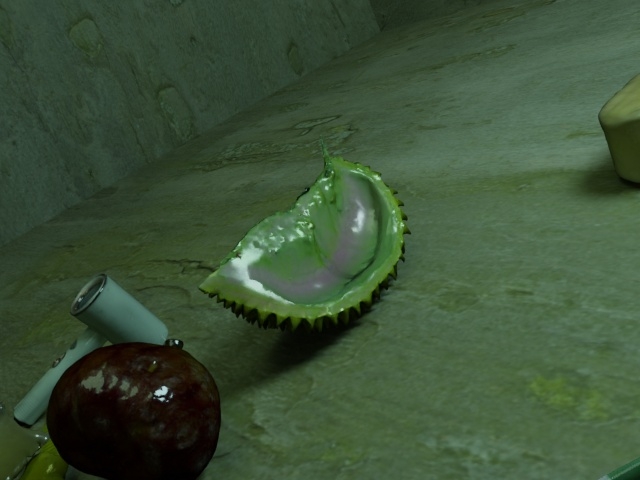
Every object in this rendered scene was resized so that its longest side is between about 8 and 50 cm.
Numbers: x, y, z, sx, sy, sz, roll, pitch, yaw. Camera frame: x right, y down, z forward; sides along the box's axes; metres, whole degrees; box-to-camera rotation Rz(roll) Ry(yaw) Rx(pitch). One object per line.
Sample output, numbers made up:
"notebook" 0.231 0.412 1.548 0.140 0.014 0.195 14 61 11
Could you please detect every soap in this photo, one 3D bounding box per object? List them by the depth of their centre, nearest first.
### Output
"soap" -0.433 0.272 0.839 0.233 0.076 0.135 -21 26 35

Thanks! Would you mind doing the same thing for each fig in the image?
"fig" -0.183 0.168 0.792 0.170 0.146 0.274 13 11 -1

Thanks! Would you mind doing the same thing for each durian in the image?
"durian" 0.005 0.004 0.946 0.157 0.170 0.355 -10 29 34

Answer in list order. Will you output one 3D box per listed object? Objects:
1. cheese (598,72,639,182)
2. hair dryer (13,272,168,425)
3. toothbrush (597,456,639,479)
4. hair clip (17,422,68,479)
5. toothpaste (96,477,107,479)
"cheese" 0.582 -0.203 0.905 0.383 0.104 0.384 -21 20 8
"hair dryer" -0.339 0.176 1.030 0.236 0.131 0.073 -50 27 -11
"toothbrush" 0.224 0.164 0.515 0.257 0.018 0.024 -25 13 0
"hair clip" -0.308 0.261 0.832 0.072 0.046 0.173 -31 21 10
"toothpaste" -0.290 0.307 0.701 0.301 0.048 0.075 -34 -7 -42
